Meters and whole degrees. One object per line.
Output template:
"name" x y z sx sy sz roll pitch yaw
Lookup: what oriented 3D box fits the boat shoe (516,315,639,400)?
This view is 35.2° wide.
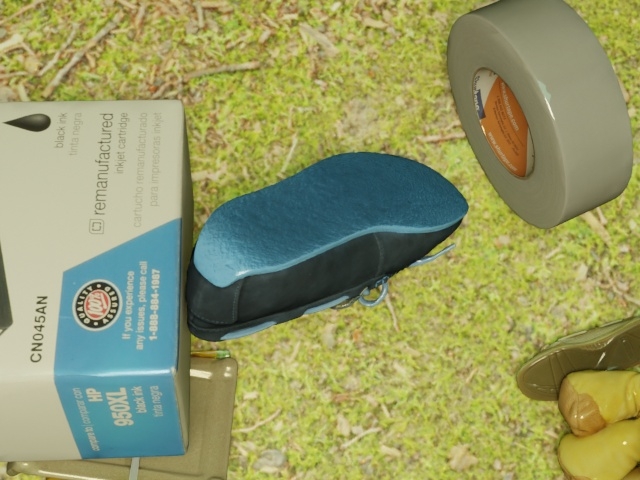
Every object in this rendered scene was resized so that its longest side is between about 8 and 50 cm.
"boat shoe" 0.267 0.116 1.016 0.153 0.048 0.056 -25 99 -2

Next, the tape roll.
"tape roll" 0.204 -0.124 0.962 0.072 0.219 0.219 -23 82 -9

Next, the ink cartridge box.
"ink cartridge box" -0.314 0.033 0.878 0.395 0.166 0.285 -1 56 -4

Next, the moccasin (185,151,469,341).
"moccasin" 0.000 0.000 0.931 0.342 0.116 0.137 -13 49 -44

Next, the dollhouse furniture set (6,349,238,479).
"dollhouse furniture set" -0.196 0.252 0.941 0.198 0.151 0.301 10 50 -8

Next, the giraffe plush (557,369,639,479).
"giraffe plush" 0.339 0.187 0.919 0.210 0.170 0.181 -33 99 -3
